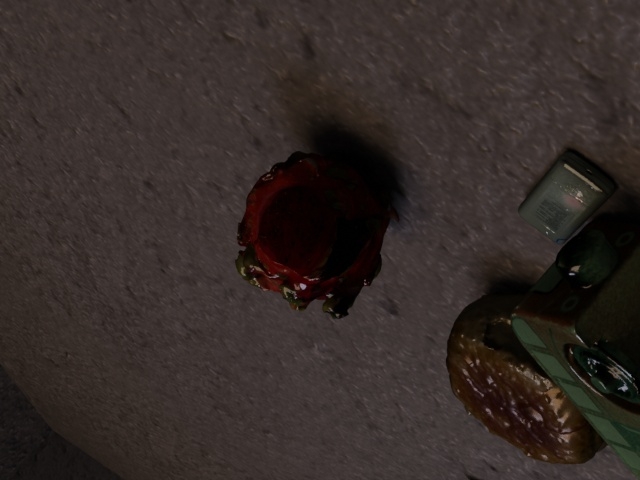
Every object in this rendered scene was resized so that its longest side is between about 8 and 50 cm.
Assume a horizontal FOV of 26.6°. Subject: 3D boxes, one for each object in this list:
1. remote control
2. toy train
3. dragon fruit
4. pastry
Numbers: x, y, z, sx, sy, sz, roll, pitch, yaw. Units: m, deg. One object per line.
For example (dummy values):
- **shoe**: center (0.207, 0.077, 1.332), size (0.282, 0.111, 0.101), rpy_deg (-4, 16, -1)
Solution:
- **remote control**: center (0.202, -0.033, 1.120), size (0.053, 0.018, 0.124), rpy_deg (38, 159, 6)
- **toy train**: center (0.287, 0.112, 1.127), size (0.326, 0.129, 0.159), rpy_deg (47, 163, -21)
- **dragon fruit**: center (0.000, 0.000, 1.332), size (0.160, 0.167, 0.172), rpy_deg (-14, 171, 18)
- **pastry**: center (0.208, 0.134, 1.338), size (0.182, 0.093, 0.192), rpy_deg (27, 151, 32)
